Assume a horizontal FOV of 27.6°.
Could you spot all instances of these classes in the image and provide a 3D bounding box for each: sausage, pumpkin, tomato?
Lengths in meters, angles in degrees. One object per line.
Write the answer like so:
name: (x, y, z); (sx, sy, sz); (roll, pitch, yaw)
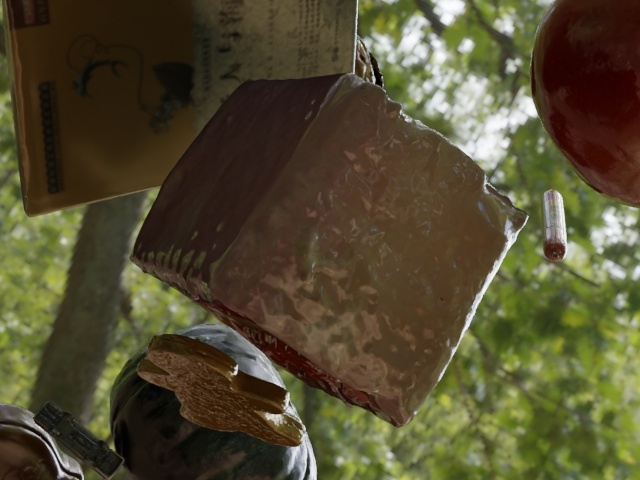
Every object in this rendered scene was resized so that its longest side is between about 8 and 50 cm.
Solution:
sausage: (0.287, -0.020, 1.606); (0.029, 0.029, 0.223); (32, 22, -4)
pumpkin: (-0.161, 0.305, 2.000); (0.363, 0.266, 0.363); (60, -2, 4)
tomato: (0.361, -0.153, 1.340); (0.298, 0.226, 0.298); (6, -27, 3)

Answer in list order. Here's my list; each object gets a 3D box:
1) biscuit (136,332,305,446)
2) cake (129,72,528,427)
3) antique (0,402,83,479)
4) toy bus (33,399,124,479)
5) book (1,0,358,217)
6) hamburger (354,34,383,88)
biscuit: (-0.099, 0.140, 1.263); (0.158, 0.035, 0.240); (10, -24, 17)
cake: (0.000, 0.000, 1.157); (0.237, 0.230, 0.309); (34, -6, -22)
antique: (-0.504, 0.352, 2.004); (0.278, 0.223, 0.129); (20, 23, -29)
toy bus: (-0.316, 0.262, 1.703); (0.130, 0.037, 0.052); (37, -23, 4)
book: (-0.130, -0.181, 1.343); (0.032, 0.389, 0.269); (44, -38, 47)
hamburger: (-0.008, -0.259, 2.168); (0.231, 0.231, 0.107); (30, 26, 3)
